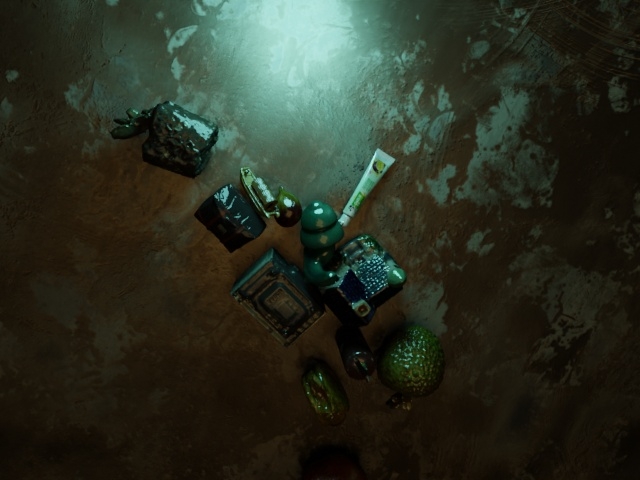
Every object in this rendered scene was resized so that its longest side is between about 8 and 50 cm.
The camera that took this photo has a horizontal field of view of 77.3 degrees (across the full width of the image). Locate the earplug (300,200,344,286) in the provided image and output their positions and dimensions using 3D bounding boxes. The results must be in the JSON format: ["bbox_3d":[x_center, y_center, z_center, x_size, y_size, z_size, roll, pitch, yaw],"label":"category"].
[{"bbox_3d":[-0.008,0.002,1.423,0.164,0.257,0.280,-3,111,20],"label":"earplug"}]

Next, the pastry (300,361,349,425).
[{"bbox_3d":[0.013,0.610,1.569,0.132,0.235,0.240,-36,88,7],"label":"pastry"}]

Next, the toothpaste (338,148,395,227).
[{"bbox_3d":[0.165,-0.189,1.502,0.058,0.056,0.314,26,98,-51],"label":"toothpaste"}]

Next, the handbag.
[{"bbox_3d":[-0.322,-0.072,1.421,0.215,0.155,0.169,49,135,-12],"label":"handbag"}]

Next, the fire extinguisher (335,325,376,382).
[{"bbox_3d":[0.127,0.415,1.482,0.114,0.337,0.135,-32,102,0],"label":"fire extinguisher"}]

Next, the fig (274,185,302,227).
[{"bbox_3d":[-0.128,-0.126,1.464,0.109,0.103,0.154,-28,76,13],"label":"fig"}]

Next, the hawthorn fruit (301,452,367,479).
[{"bbox_3d":[0.045,1.049,1.613,0.285,0.369,0.284,1,96,13],"label":"hawthorn fruit"}]

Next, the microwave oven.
[{"bbox_3d":[-0.153,0.210,1.491,0.237,0.181,0.295,-42,103,6],"label":"microwave oven"}]

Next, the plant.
[{"bbox_3d":[-0.512,-0.352,1.316,0.312,0.215,0.213,27,102,-8],"label":"plant"}]

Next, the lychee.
[{"bbox_3d":[0.351,0.494,1.566,0.270,0.270,0.320,26,61,-10],"label":"lychee"}]

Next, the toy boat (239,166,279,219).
[{"bbox_3d":[-0.215,-0.172,1.414,0.226,0.068,0.088,58,134,16],"label":"toy boat"}]

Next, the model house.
[{"bbox_3d":[0.154,0.159,1.464,0.298,0.284,0.243,-37,108,3],"label":"model house"}]
